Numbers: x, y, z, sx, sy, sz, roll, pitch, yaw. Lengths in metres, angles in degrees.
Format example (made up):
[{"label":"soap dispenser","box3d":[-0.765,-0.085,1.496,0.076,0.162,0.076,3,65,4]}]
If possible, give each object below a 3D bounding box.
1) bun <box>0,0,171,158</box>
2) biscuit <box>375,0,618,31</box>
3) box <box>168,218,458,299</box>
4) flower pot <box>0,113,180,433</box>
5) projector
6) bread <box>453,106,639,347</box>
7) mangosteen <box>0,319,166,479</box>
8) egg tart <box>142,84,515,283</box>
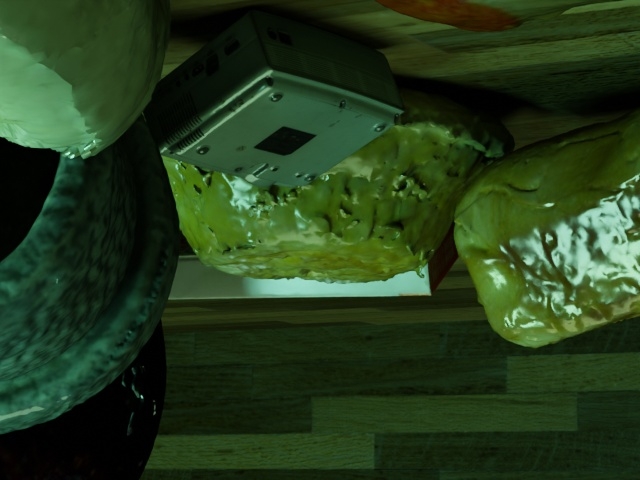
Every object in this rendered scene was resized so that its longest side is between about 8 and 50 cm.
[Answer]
[{"label":"bun","box3d":[-0.160,-0.146,0.688,0.287,0.146,0.287,31,174,3]},{"label":"biscuit","box3d":[0.175,-0.160,0.881,0.394,0.076,0.368,-2,173,19]},{"label":"box","box3d":[0.000,0.000,1.817,0.264,0.048,0.273,-2,-166,14]},{"label":"flower pot","box3d":[-0.246,-0.016,1.201,0.299,0.299,0.283,0,166,5]},{"label":"projector","box3d":[-0.031,-0.089,1.308,0.115,0.061,0.147,-32,153,31]},{"label":"bread","box3d":[0.267,-0.034,1.414,0.344,0.149,0.195,-22,173,37]},{"label":"mangosteen","box3d":[-0.314,0.081,1.616,0.380,0.421,0.381,-1,-161,0]},{"label":"egg tart","box3d":[-0.006,-0.040,1.553,0.341,0.132,0.341,2,171,0]}]
